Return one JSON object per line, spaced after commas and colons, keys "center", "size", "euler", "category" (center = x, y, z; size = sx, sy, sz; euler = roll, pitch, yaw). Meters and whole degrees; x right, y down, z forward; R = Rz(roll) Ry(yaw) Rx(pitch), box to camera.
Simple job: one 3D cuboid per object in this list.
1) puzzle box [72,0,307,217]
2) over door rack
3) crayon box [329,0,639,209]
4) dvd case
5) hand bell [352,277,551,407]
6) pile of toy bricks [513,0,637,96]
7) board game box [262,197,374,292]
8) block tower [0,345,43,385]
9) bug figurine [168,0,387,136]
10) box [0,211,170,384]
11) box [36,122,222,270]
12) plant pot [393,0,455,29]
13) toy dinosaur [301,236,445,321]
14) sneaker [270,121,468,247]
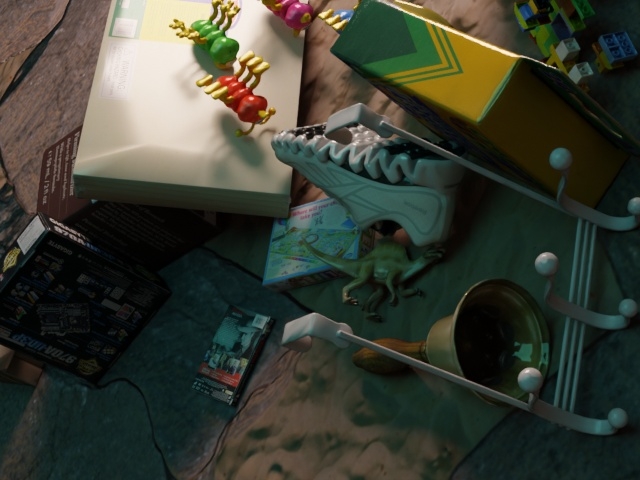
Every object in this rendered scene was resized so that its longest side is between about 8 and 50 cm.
{"center": [-0.159, -0.214, 1.684], "size": [0.272, 0.052, 0.409], "euler": [5, 53, -1], "category": "puzzle box"}
{"center": [0.147, 0.023, 1.157], "size": [0.108, 0.324, 0.240], "euler": [131, 154, -63], "category": "over door rack"}
{"center": [0.175, -0.138, 1.319], "size": [0.083, 0.203, 0.323], "euler": [-57, 39, 1], "category": "crayon box"}
{"center": [-0.110, 0.142, 1.579], "size": [0.087, 0.013, 0.119], "euler": [12, 75, 49], "category": "dvd case"}
{"center": [0.109, 0.116, 1.319], "size": [0.242, 0.126, 0.126], "euler": [-15, 54, 54], "category": "hand bell"}
{"center": [0.259, -0.242, 1.393], "size": [0.212, 0.118, 0.105], "euler": [67, 157, 19], "category": "pile of toy bricks"}
{"center": [0.000, 0.000, 1.550], "size": [0.154, 0.026, 0.103], "euler": [-15, 55, 40], "category": "board game box"}
{"center": [-0.537, 0.157, 1.953], "size": [0.335, 0.097, 0.091], "euler": [0, 65, 48], "category": "block tower"}
{"center": [-0.056, -0.256, 1.649], "size": [0.279, 0.072, 0.216], "euler": [-32, 56, -20], "category": "bug figurine"}
{"center": [-0.336, 0.082, 1.691], "size": [0.175, 0.220, 0.051], "euler": [-50, 42, 10], "category": "box"}
{"center": [-0.263, -0.071, 1.760], "size": [0.203, 0.167, 0.168], "euler": [-30, 46, 30], "category": "box"}
{"center": [0.126, -0.235, 1.538], "size": [0.083, 0.081, 0.081], "euler": [15, 76, 38], "category": "plant pot"}
{"center": [0.059, 0.040, 1.443], "size": [0.183, 0.053, 0.093], "euler": [0, 57, 27], "category": "toy dinosaur"}
{"center": [0.044, -0.069, 1.460], "size": [0.292, 0.110, 0.118], "euler": [20, 118, 48], "category": "sneaker"}
